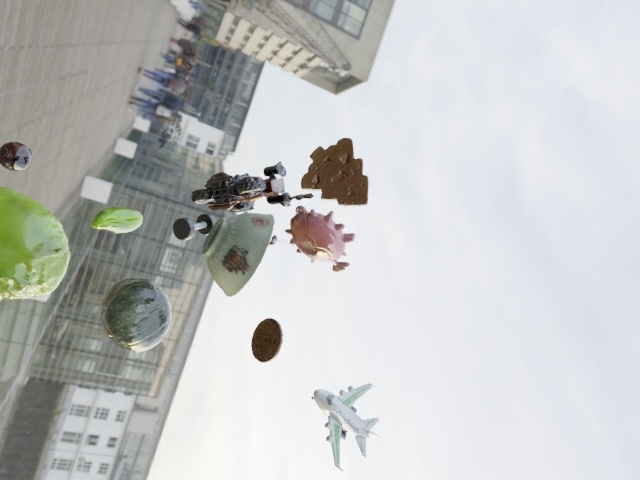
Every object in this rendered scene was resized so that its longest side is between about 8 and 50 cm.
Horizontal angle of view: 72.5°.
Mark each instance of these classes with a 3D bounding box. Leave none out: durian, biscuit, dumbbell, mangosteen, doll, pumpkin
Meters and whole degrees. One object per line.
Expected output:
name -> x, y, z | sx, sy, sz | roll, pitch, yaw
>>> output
durian -> -0.640, 0.009, 0.837 | 0.204, 0.340, 0.255 | 73, 6, -77
biscuit -> -0.227, 0.415, 1.822 | 0.188, 0.027, 0.187 | -19, -120, 38
dumbbell -> -0.555, -0.062, 1.940 | 0.100, 0.100, 0.191 | -63, 164, 20
mangosteen -> -0.821, -0.224, 1.178 | 0.081, 0.081, 0.080 | -50, -150, 43
biscuit -> 0.074, -0.244, 1.729 | 0.278, 0.301, 0.043 | -40, 178, 0
doll -> 0.000, 0.000, 1.290 | 0.211, 0.262, 0.093 | -19, -147, 38
pumpkin -> -0.757, 0.293, 1.784 | 0.328, 0.258, 0.291 | 18, -53, 45

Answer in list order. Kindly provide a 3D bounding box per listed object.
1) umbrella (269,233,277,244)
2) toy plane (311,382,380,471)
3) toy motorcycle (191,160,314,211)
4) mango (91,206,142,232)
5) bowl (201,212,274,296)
umbrella -> -0.207, -0.004, 1.933 | 0.025, 0.027, 0.165 | -54, -173, 11
toy plane -> 0.061, 0.495, 1.229 | 0.101, 0.255, 0.251 | -22, -149, 49
toy motorcycle -> -0.195, -0.154, 1.316 | 0.401, 0.207, 0.134 | -6, -87, 36
mango -> -0.865, -0.084, 1.848 | 0.125, 0.111, 0.233 | -53, 164, 25
bowl -> -0.315, 0.018, 1.543 | 0.337, 0.158, 0.337 | -46, -153, 31
